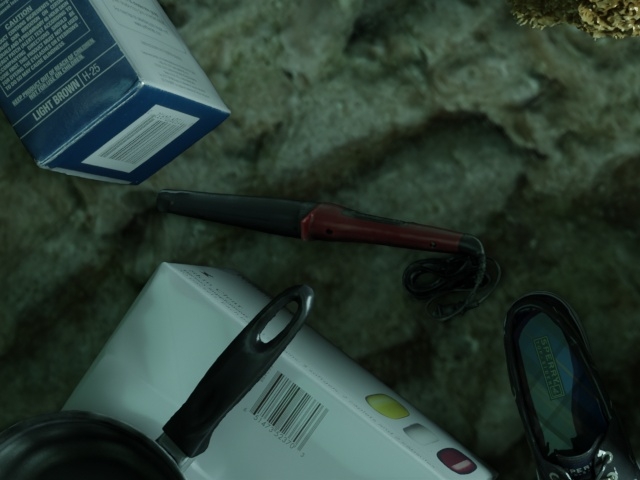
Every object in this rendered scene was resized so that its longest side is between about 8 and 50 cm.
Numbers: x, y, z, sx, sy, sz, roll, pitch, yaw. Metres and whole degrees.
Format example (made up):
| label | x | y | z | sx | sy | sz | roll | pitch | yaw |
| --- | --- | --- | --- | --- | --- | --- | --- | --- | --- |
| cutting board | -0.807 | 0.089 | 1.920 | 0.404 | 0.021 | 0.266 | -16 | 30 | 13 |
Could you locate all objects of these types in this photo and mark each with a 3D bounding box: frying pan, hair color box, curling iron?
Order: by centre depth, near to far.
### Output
| label | x | y | z | sx | sy | sz | roll | pitch | yaw |
| --- | --- | --- | --- | --- | --- | --- | --- | --- | --- |
| frying pan | -0.140 | 0.152 | 1.089 | 0.197 | 0.053 | 0.326 | 21 | 92 | 17 |
| curling iron | 0.000 | 0.000 | 1.219 | 0.274 | 0.035 | 0.068 | 16 | 90 | 16 |
| hair color box | -0.224 | -0.213 | 1.226 | 0.105 | 0.174 | 0.347 | -36 | 77 | 12 |

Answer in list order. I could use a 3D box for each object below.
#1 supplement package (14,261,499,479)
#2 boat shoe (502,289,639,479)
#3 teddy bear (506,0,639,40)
| label | x | y | z | sx | sy | sz | roll | pitch | yaw |
| --- | --- | --- | --- | --- | --- | --- | --- | --- | --- |
| supplement package | -0.044 | 0.171 | 1.162 | 0.262 | 0.145 | 0.204 | 37 | 97 | 15 |
| boat shoe | 0.181 | 0.143 | 1.136 | 0.080 | 0.076 | 0.228 | -17 | 81 | 14 |
| teddy bear | 0.222 | -0.299 | 1.152 | 0.245 | 0.113 | 0.338 | -14 | 75 | 8 |
